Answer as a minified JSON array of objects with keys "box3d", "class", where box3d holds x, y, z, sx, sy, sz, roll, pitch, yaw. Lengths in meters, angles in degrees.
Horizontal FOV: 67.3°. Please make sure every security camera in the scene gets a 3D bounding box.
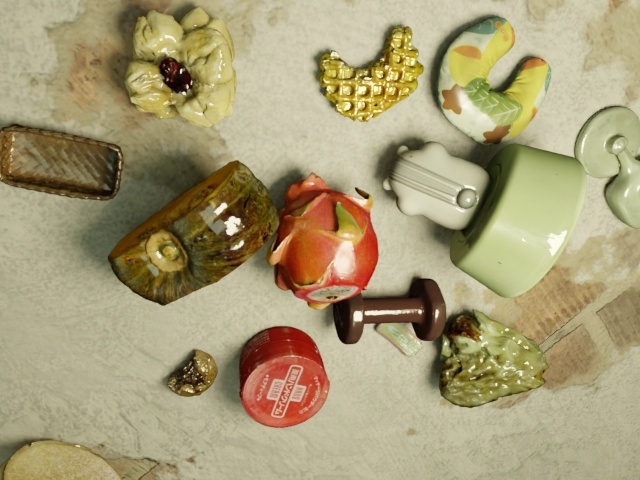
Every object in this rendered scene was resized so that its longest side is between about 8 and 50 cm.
[{"box3d":[0.682,-0.159,1.062,0.157,0.080,0.301,-42,112,7],"class":"security camera"}]

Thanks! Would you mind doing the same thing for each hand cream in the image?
[{"box3d":[-0.083,0.295,1.051,0.193,0.125,0.193,-5,115,-11],"class":"hand cream"}]

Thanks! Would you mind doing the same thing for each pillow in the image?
[{"box3d":[0.327,-0.299,0.923,0.233,0.086,0.214,35,91,-21],"class":"pillow"}]

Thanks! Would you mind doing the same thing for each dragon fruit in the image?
[{"box3d":[0.002,0.005,0.900,0.224,0.227,0.224,-2,148,-1],"class":"dragon fruit"}]

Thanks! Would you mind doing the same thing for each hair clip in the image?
[{"box3d":[0.186,0.226,1.139,0.137,0.022,0.054,40,98,-24],"class":"hair clip"}]

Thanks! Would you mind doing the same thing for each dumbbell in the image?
[{"box3d":[0.145,0.150,1.033,0.225,0.140,0.124,1,134,-13],"class":"dumbbell"}]

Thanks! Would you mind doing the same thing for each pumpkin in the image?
[{"box3d":[-0.209,-0.017,0.837,0.317,0.222,0.139,-28,109,32],"class":"pumpkin"}]

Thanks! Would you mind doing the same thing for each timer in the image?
[{"box3d":[0.279,-0.082,0.927,0.315,0.291,0.291,24,107,3],"class":"timer"}]

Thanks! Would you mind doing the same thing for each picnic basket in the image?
[{"box3d":[-0.441,-0.134,0.825,0.193,0.055,0.110,10,109,-16],"class":"picnic basket"}]

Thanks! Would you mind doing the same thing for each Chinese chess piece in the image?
[{"box3d":[-0.532,0.530,0.968,0.270,0.270,0.112,30,93,-22],"class":"Chinese chess piece"}]

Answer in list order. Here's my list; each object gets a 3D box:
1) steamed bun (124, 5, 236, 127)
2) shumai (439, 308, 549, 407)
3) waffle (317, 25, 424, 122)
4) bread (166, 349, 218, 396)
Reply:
[{"box3d":[-0.219,-0.283,0.785,0.177,0.106,0.192,8,109,-17],"class":"steamed bun"},{"box3d":[0.379,0.263,1.137,0.255,0.189,0.218,-26,98,16],"class":"shumai"},{"box3d":[0.095,-0.304,0.878,0.194,0.051,0.149,-31,117,2],"class":"waffle"},{"box3d":[-0.271,0.297,1.045,0.082,0.060,0.113,38,99,-21],"class":"bread"}]
